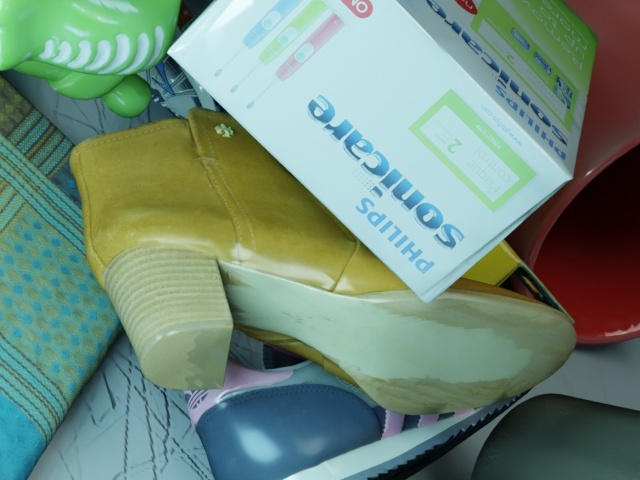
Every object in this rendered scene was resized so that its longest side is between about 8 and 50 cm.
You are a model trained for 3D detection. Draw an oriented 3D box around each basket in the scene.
[{"bbox_3d":[0.220,0.196,1.245,0.154,0.227,0.204,-26,117,-30],"label":"basket"}]

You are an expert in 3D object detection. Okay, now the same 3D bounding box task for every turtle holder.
[{"bbox_3d":[-0.178,-0.198,1.137,0.227,0.243,0.320,21,60,-23],"label":"turtle holder"}]

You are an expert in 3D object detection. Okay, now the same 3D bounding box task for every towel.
[{"bbox_3d":[-0.239,0.005,1.061,0.271,0.040,0.370,46,30,-10],"label":"towel"}]

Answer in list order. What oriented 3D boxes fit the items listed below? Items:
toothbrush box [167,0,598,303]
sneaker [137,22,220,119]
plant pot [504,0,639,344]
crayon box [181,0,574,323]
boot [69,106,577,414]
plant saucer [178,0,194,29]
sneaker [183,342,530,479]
[{"bbox_3d":[0.052,-0.119,1.133,0.206,0.122,0.283,45,25,-7],"label":"toothbrush box"},{"bbox_3d":[-0.115,-0.121,1.343,0.135,0.058,0.052,63,2,-19],"label":"sneaker"},{"bbox_3d":[0.240,-0.090,1.576,0.275,0.275,0.243,18,33,-42],"label":"plant pot"},{"bbox_3d":[0.038,-0.045,1.341,0.323,0.083,0.203,49,2,0],"label":"crayon box"},{"bbox_3d":[-0.001,0.001,1.163,0.295,0.104,0.211,3,41,-21],"label":"boot"},{"bbox_3d":[-0.127,-0.169,1.406,0.083,0.013,0.083,32,37,-28],"label":"plant saucer"},{"bbox_3d":[0.034,0.095,1.240,0.131,0.112,0.319,57,31,12],"label":"sneaker"}]
